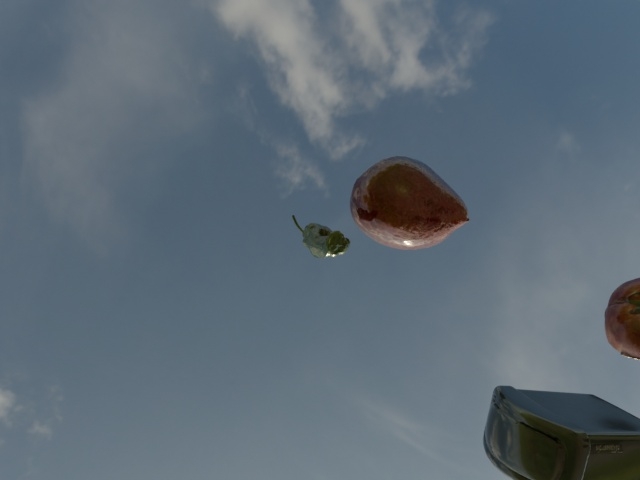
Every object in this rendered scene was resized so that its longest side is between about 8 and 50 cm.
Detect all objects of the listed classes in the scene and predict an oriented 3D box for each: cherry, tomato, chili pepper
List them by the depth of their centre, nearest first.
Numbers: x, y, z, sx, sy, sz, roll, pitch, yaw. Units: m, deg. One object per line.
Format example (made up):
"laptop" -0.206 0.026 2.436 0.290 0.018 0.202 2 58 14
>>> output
"chili pepper" 0.002 -0.002 1.290 0.072 0.204 0.073 3 -81 -23
"cherry" 0.187 -0.069 1.336 0.206 0.239 0.239 -44 -94 9
"tomato" 0.752 0.167 1.370 0.224 0.085 0.225 -16 -140 14

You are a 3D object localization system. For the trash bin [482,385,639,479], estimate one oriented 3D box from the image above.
"trash bin" 0.353 0.285 0.870 0.236 0.176 0.101 8 -84 -23
